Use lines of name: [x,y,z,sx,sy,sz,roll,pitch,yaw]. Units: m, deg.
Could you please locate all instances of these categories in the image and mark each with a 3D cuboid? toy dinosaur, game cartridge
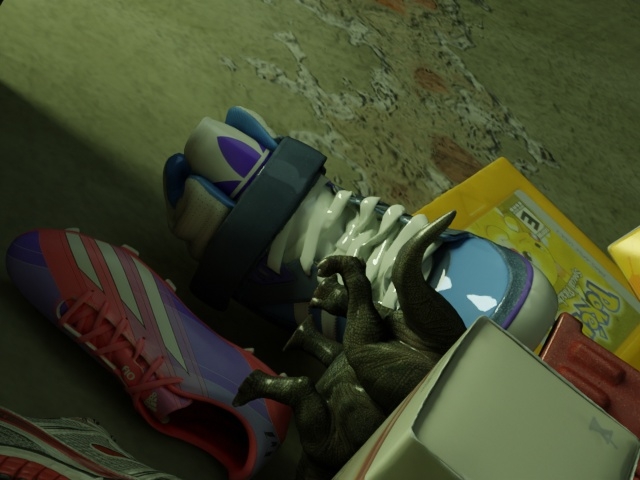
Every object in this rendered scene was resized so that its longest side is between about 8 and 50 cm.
toy dinosaur: [0.045,0.098,1.080,0.160,0.313,0.121,38,29,8]
game cartridge: [0.233,0.071,1.543,0.324,0.052,0.285,43,32,10]

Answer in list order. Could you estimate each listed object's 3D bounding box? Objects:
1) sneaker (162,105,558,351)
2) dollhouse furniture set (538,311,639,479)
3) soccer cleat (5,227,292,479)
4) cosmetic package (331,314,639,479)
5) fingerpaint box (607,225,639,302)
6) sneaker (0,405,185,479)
sneaker: [0.000,0.000,1.178,0.236,0.323,0.130,42,72,-27]
dollhouse furniture set: [0.261,0.240,1.163,0.374,0.201,0.152,35,68,-2]
soccer cleat: [-0.129,0.081,1.148,0.248,0.083,0.095,36,36,-7]
cosmetic package: [0.041,0.205,0.943,0.129,0.296,0.153,40,31,2]
fingerpaint box: [0.451,0.184,1.321,0.445,0.163,0.371,43,17,-54]
sneaker: [-0.139,0.158,1.026,0.225,0.088,0.092,23,33,-23]
